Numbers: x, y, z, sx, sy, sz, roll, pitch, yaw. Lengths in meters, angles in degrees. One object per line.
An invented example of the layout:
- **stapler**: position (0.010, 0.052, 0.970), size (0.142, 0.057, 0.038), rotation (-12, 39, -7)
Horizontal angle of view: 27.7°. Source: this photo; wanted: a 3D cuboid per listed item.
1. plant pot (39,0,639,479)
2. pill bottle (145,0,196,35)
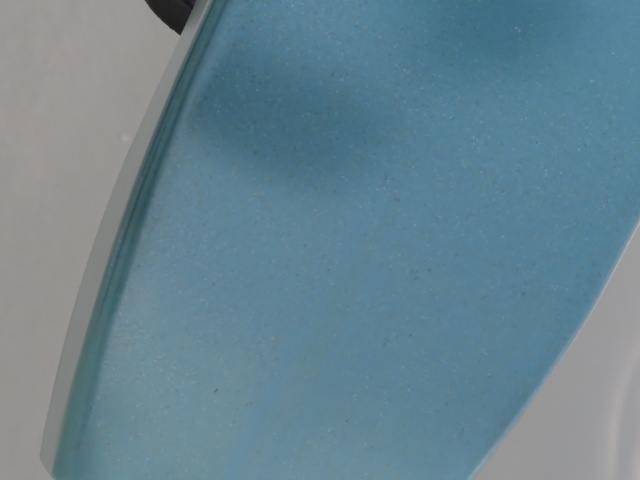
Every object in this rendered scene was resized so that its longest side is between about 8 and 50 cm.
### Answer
- **plant pot**: position (0.000, 0.000, 0.469), size (0.166, 0.165, 0.234), rotation (29, 77, -10)
- **pill bottle**: position (-0.021, -0.221, 0.778), size (0.123, 0.219, 0.122), rotation (25, 35, -19)
